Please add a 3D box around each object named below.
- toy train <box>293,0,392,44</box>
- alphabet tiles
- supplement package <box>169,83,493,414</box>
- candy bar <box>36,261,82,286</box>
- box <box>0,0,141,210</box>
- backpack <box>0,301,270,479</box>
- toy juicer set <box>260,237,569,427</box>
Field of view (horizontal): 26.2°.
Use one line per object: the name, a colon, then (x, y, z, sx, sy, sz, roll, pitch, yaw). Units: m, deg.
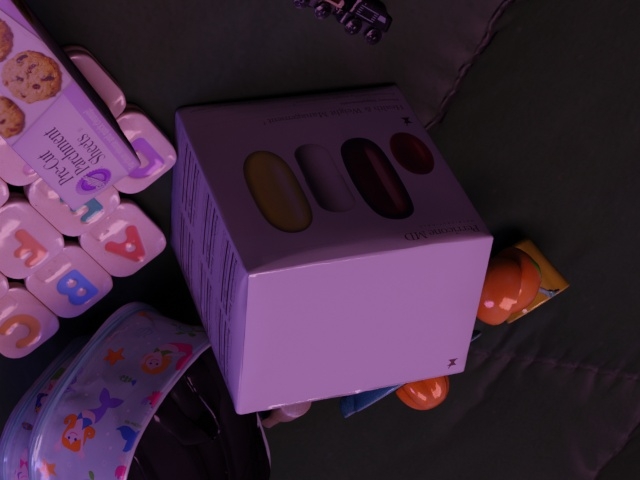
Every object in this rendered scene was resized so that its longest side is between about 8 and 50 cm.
toy train: (-0.006, -0.191, 1.031, 0.158, 0.027, 0.036, 21, 116, -37)
alphabet tiles: (-0.256, -0.022, 1.056, 0.284, 0.021, 0.278, -37, 133, 3)
supplement package: (0.000, 0.000, 1.084, 0.194, 0.203, 0.149, -9, 133, -18)
candy bar: (-0.246, 0.017, 1.120, 0.161, 0.018, 0.040, 20, 120, -37)
box: (-0.204, -0.118, 0.874, 0.067, 0.063, 0.324, -32, 155, -2)
backpack: (-0.154, 0.180, 1.159, 0.225, 0.191, 0.253, -54, 156, -37)
toy juicer set: (0.077, 0.116, 1.239, 0.329, 0.089, 0.209, -32, 175, 8)
